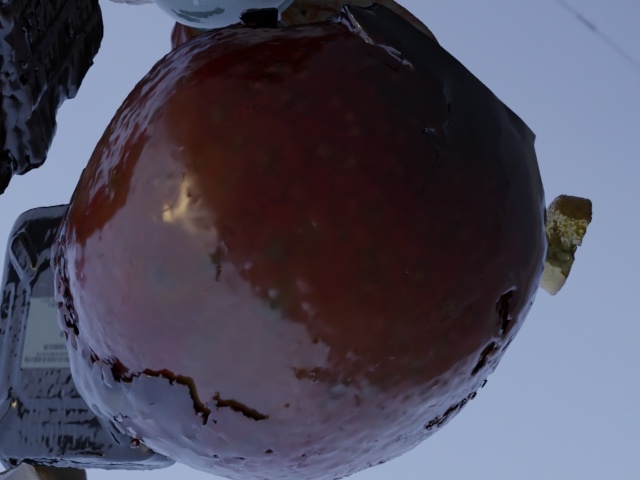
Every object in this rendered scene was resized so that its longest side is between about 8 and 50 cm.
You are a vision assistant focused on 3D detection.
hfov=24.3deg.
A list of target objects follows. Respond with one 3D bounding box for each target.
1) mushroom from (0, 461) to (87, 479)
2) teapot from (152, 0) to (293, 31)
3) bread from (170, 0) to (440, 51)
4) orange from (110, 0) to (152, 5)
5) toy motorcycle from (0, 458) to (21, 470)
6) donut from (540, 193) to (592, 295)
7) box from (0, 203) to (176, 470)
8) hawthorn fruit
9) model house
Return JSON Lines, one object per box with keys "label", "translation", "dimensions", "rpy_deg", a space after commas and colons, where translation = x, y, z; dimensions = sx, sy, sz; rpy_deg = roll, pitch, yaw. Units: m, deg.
{"label": "mushroom", "translation": [-0.365, 0.309, 1.718], "dimensions": [0.096, 0.247, 0.108], "rpy_deg": [11, -125, -49]}
{"label": "teapot", "translation": [-0.098, -0.305, 1.546], "dimensions": [0.294, 0.193, 0.129], "rpy_deg": [10, 164, 15]}
{"label": "bread", "translation": [-0.019, -0.197, 1.748], "dimensions": [0.327, 0.114, 0.295], "rpy_deg": [1, -134, -20]}
{"label": "orange", "translation": [-0.234, -0.484, 1.948], "dimensions": [0.322, 0.357, 0.322], "rpy_deg": [15, -146, -10]}
{"label": "toy motorcycle", "translation": [-0.408, 0.178, 1.929], "dimensions": [0.198, 0.109, 0.296], "rpy_deg": [-32, -114, -29]}
{"label": "donut", "translation": [0.244, 0.001, 1.549], "dimensions": [0.043, 0.108, 0.097], "rpy_deg": [24, 176, -4]}
{"label": "box", "translation": [-0.239, 0.095, 1.543], "dimensions": [0.073, 0.290, 0.289], "rpy_deg": [17, -106, -46]}
{"label": "hawthorn fruit", "translation": [-0.009, -0.005, 0.892], "dimensions": [0.316, 0.316, 0.316], "rpy_deg": [31, -155, -17]}
{"label": "model house", "translation": [-0.342, -0.187, 1.297], "dimensions": [0.297, 0.282, 0.317], "rpy_deg": [42, -129, -21]}
